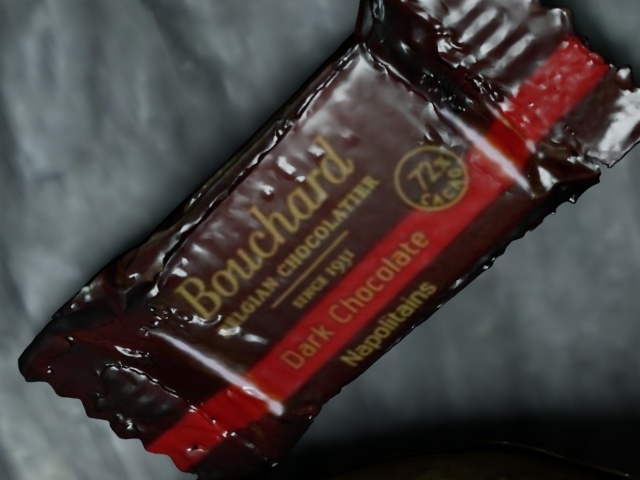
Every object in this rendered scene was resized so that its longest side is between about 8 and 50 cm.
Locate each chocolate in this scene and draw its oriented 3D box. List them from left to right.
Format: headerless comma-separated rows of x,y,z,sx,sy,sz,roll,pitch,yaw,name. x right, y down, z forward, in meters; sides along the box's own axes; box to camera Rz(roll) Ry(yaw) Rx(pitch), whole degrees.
0.000,0.000,0.440,0.086,0.028,0.182,35,117,-17,chocolate

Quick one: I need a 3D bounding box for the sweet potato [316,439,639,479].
0.010,0.115,0.441,0.310,0.124,0.098,-32,120,12,sweet potato
